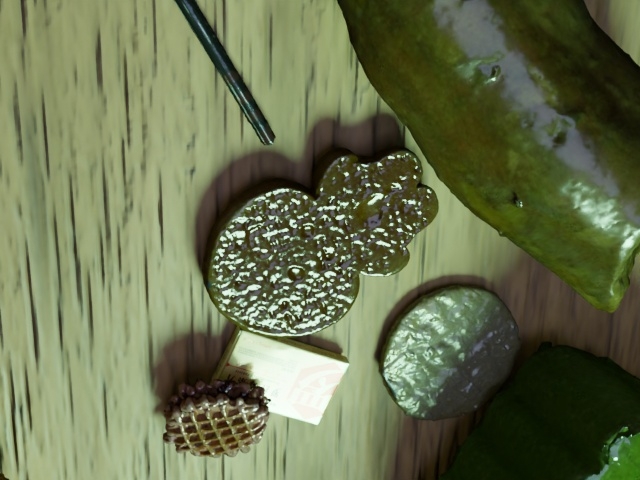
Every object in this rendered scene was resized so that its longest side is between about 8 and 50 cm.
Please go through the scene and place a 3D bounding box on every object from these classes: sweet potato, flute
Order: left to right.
[{"bbox_3d":[-0.095,-0.168,0.652,0.014,0.014,0.269,-33,118,-2],"label":"flute"},{"bbox_3d":[0.116,-0.106,0.674,0.158,0.158,0.369,-45,107,4],"label":"sweet potato"}]

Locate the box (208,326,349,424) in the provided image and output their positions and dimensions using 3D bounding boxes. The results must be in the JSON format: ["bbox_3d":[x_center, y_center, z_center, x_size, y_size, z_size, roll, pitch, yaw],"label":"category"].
[{"bbox_3d":[-0.031,0.101,0.784,0.093,0.015,0.058,19,107,-23],"label":"box"}]

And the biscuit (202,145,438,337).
[{"bbox_3d":[0.000,0.000,0.746,0.175,0.026,0.124,-30,119,-3],"label":"biscuit"}]

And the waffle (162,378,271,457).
[{"bbox_3d":[-0.076,0.131,0.766,0.075,0.029,0.083,16,133,-20],"label":"waffle"}]

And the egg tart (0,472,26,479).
[{"bbox_3d":[-0.293,0.191,0.647,0.202,0.202,0.147,-42,109,3],"label":"egg tart"}]

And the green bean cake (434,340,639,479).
[{"bbox_3d":[0.223,0.236,0.842,0.250,0.156,0.247,28,98,-28],"label":"green bean cake"}]

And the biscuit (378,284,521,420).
[{"bbox_3d":[0.102,0.089,0.822,0.120,0.015,0.120,-6,113,-15],"label":"biscuit"}]
